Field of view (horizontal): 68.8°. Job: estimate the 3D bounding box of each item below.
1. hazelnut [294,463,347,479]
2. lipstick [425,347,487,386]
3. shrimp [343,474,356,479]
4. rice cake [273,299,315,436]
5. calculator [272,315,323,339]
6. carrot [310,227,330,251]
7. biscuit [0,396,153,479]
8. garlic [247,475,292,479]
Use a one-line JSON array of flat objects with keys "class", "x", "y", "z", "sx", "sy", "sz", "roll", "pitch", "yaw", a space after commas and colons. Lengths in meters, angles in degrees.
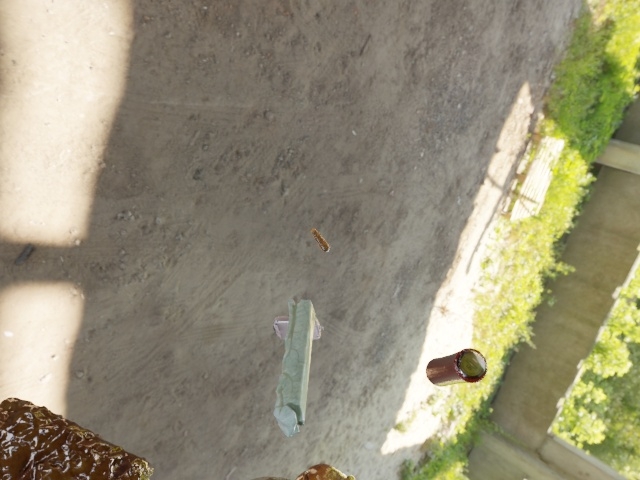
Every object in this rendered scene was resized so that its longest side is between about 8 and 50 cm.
[{"class": "hazelnut", "x": 0.007, "y": 0.650, "z": 1.142, "sx": 0.182, "sy": 0.182, "sz": 0.182, "roll": -32, "pitch": 137, "yaw": -37}, {"class": "lipstick", "x": 0.328, "y": 0.316, "z": 1.150, "sx": 0.080, "sy": 0.080, "sz": 0.241, "roll": -50, "pitch": 172, "yaw": -18}, {"class": "shrimp", "x": 0.045, "y": 0.555, "z": 0.944, "sx": 0.254, "sy": 0.059, "sz": 0.145, "roll": 47, "pitch": 54, "yaw": -54}, {"class": "rice cake", "x": -0.051, "y": 0.256, "z": 1.004, "sx": 0.336, "sy": 0.062, "sz": 0.066, "roll": -87, "pitch": 166, "yaw": -56}, {"class": "calculator", "x": -0.077, "y": 0.297, "z": 1.587, "sx": 0.032, "sy": 0.174, "sz": 0.100, "roll": -79, "pitch": 162, "yaw": -52}, {"class": "carrot", "x": 0.000, "y": 0.000, "z": 1.557, "sx": 0.032, "sy": 0.032, "sz": 0.093, "roll": -46, "pitch": 114, "yaw": -22}, {"class": "biscuit", "x": -0.598, "y": 0.551, "z": 0.979, "sx": 0.343, "sy": 0.395, "sz": 0.166, "roll": -66, "pitch": -174, "yaw": -35}, {"class": "garlic", "x": -0.086, "y": 0.373, "z": 0.445, "sx": 0.325, "sy": 0.279, "sz": 0.132, "roll": -58, "pitch": 132, "yaw": -39}]
